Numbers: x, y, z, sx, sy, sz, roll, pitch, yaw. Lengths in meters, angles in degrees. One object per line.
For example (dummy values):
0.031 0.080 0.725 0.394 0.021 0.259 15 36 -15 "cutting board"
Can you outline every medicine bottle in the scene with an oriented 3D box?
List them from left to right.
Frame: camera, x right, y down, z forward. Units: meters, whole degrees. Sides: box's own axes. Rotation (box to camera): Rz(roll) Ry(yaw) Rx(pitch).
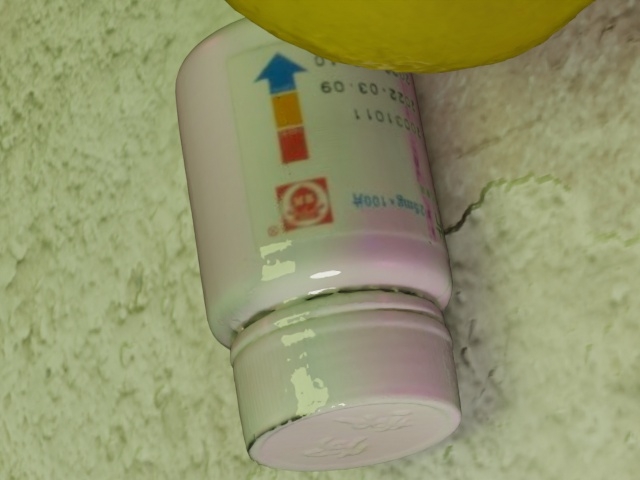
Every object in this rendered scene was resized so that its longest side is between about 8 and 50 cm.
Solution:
0.000 0.000 1.154 0.152 0.152 0.254 -31 60 41 "medicine bottle"

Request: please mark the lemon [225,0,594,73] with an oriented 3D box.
0.042 -0.256 1.022 0.348 0.348 0.348 -14 71 47 "lemon"
